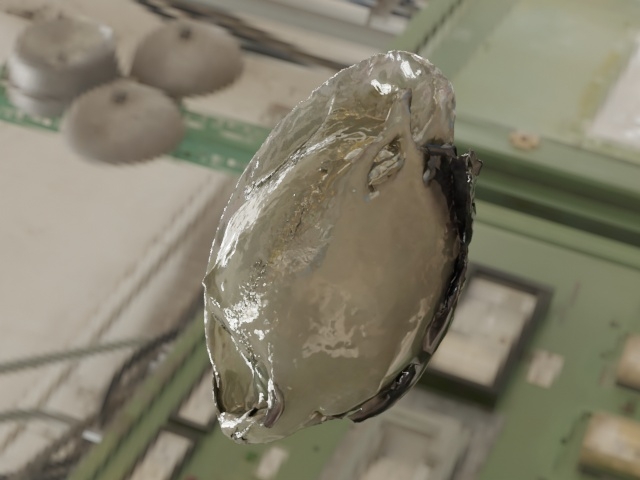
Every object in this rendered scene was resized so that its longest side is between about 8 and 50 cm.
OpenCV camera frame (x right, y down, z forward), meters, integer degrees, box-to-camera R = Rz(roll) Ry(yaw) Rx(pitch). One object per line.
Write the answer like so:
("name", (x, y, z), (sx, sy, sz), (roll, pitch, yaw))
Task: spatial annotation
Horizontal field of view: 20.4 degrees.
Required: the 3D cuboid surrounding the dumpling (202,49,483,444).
("dumpling", (0.016, 0.008, 1.221), (0.204, 0.163, 0.293), (-97, 33, -78))
